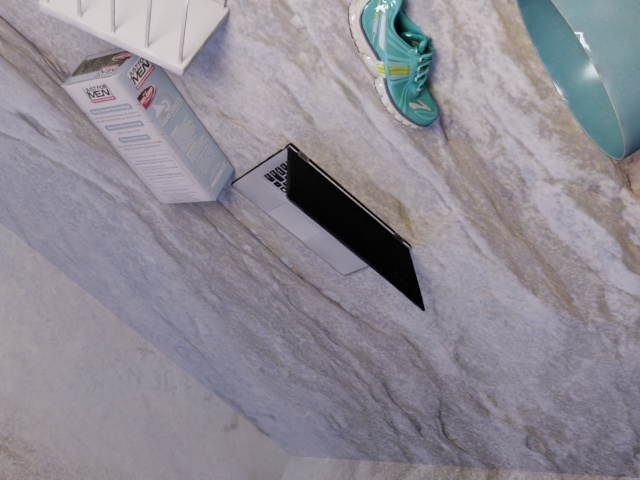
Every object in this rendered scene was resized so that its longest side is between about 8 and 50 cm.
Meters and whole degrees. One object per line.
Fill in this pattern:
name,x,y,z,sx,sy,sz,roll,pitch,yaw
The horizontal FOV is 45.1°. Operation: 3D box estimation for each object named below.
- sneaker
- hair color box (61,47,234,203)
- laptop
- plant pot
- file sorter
sneaker,0.144,-0.303,1.316,0.110,0.107,0.275,-10,134,29
hair color box,-0.377,-0.248,1.725,0.186,0.113,0.374,-1,139,35
laptop,0.000,0.000,1.708,0.382,0.236,0.408,40,145,-20
plant pot,0.419,-0.282,1.039,0.196,0.290,0.290,-30,126,10
file sorter,-0.311,-0.455,1.322,0.278,0.192,0.173,25,144,1
